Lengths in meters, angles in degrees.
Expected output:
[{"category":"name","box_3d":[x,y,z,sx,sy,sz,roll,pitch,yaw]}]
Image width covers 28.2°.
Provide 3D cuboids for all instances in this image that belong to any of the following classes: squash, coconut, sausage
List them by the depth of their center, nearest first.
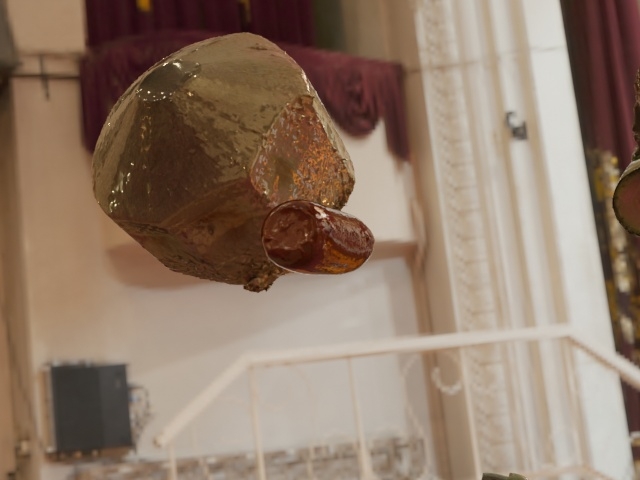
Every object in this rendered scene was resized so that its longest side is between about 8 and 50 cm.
[{"category":"sausage","box_3d":[0.000,0.000,1.294,0.076,0.076,0.197,-10,-7,19]},{"category":"coconut","box_3d":[-0.125,-0.102,1.579,0.297,0.297,0.309,-11,-32,21]},{"category":"squash","box_3d":[0.417,-0.074,1.595,0.105,0.105,0.132,-10,25,17]}]

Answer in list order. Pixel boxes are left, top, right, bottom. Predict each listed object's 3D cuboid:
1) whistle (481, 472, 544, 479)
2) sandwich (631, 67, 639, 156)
[{"category":"whistle","box_3d":[0.254,0.314,1.613,0.100,0.035,0.035,13,-8,12]},{"category":"sandwich","box_3d":[0.420,-0.192,1.494,0.160,0.185,0.109,-17,23,-38]}]
